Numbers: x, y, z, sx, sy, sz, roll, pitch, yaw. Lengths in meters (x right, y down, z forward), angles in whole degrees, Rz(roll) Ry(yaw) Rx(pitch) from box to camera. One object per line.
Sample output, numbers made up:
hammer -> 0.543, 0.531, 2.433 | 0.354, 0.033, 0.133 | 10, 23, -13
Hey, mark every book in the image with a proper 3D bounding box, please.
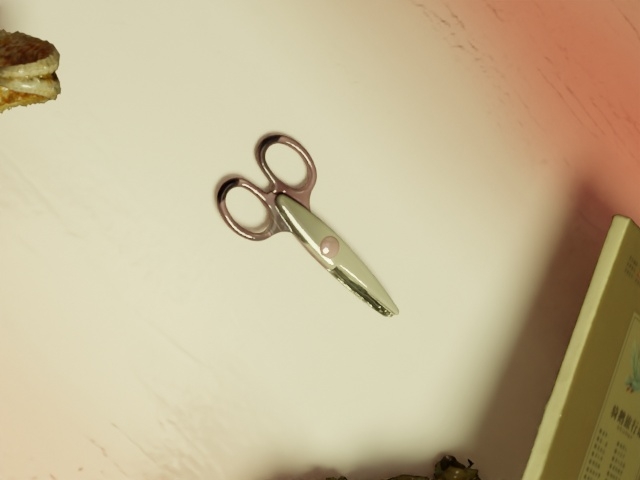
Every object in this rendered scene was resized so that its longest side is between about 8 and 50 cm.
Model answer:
book -> 0.235, 0.162, 1.091 | 0.217, 0.021, 0.310 | 36, 71, -46

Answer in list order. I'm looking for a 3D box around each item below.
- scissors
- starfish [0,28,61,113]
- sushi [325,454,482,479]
scissors -> 0.000, 0.000, 1.053 | 0.176, 0.022, 0.085 | 45, 77, -19
starfish -> -0.335, -0.087, 0.866 | 0.303, 0.113, 0.312 | 18, 95, -23
sushi -> 0.054, 0.243, 1.049 | 0.212, 0.147, 0.115 | -4, 100, -17
